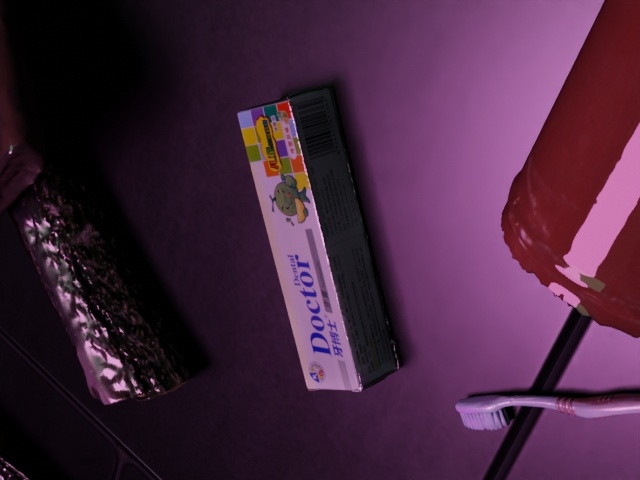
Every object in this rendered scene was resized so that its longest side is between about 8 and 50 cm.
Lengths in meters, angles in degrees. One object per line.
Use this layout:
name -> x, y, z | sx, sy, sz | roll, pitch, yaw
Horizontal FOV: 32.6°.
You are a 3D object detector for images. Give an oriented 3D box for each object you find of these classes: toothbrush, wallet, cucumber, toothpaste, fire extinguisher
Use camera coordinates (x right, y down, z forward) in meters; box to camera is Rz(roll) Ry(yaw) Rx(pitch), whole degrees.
toothbrush -> 0.144, 0.080, 0.517 | 0.193, 0.013, 0.019 | -10, 106, 43
wallet -> -0.240, -0.157, 0.694 | 0.165, 0.042, 0.309 | -36, 66, 47
cucumber -> -0.166, -0.002, 0.724 | 0.067, 0.067, 0.245 | -35, 80, 43
toothpaste -> 0.000, 0.000, 0.598 | 0.046, 0.034, 0.164 | -5, 103, 45
fire extinguisher -> 0.190, -0.112, 0.354 | 0.147, 0.106, 0.337 | 24, 124, 3

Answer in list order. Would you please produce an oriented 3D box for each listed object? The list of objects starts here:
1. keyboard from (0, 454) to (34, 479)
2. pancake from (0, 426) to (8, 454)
keyboard -> -0.240, 0.212, 0.853 | 0.231, 0.023, 0.072 | 33, 114, 12
pancake -> -0.355, 0.268, 0.994 | 0.197, 0.054, 0.376 | 57, 134, 17
